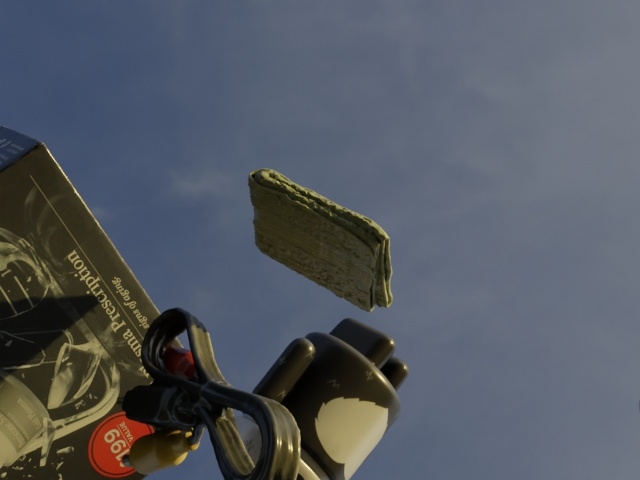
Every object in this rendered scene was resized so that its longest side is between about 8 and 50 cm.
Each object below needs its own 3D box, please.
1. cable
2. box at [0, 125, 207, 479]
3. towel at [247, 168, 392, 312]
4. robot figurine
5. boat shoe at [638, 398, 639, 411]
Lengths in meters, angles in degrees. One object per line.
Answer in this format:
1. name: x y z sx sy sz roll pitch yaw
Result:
1. cable: -0.079 0.126 0.773 0.072 0.287 0.139 27 -108 -32
2. box: -0.324 0.119 0.971 0.312 0.179 0.343 -38 -63 -17
3. towel: 0.000 0.000 0.884 0.148 0.110 0.027 26 -125 22
4. robot figurine: -0.003 0.237 1.326 0.209 0.173 0.278 45 -111 -5
5. boat shoe: 0.378 0.278 0.849 0.156 0.136 0.367 -43 -119 37
